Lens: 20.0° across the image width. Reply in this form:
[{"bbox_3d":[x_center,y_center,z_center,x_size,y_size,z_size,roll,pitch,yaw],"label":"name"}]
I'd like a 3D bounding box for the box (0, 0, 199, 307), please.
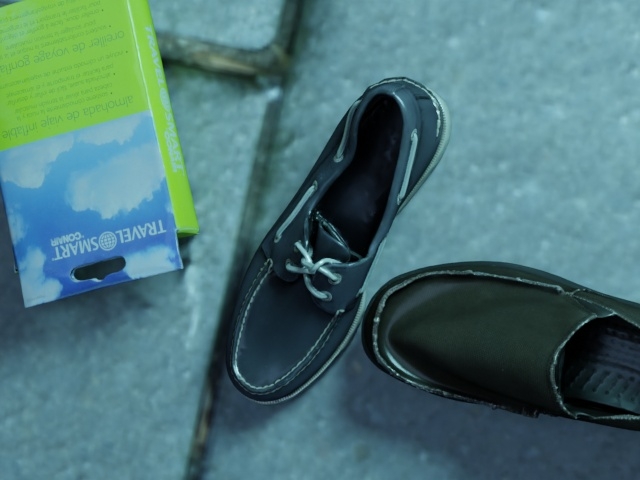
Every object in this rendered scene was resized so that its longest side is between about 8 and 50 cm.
[{"bbox_3d":[-0.139,-0.058,1.066,0.109,0.042,0.178,-14,84,17],"label":"box"}]

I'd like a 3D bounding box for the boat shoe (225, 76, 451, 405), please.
[{"bbox_3d":[0.000,0.000,1.008,0.075,0.065,0.206,33,98,16],"label":"boat shoe"}]

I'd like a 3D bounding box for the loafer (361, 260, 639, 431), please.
[{"bbox_3d":[0.124,0.055,0.960,0.220,0.078,0.080,6,90,17],"label":"loafer"}]
